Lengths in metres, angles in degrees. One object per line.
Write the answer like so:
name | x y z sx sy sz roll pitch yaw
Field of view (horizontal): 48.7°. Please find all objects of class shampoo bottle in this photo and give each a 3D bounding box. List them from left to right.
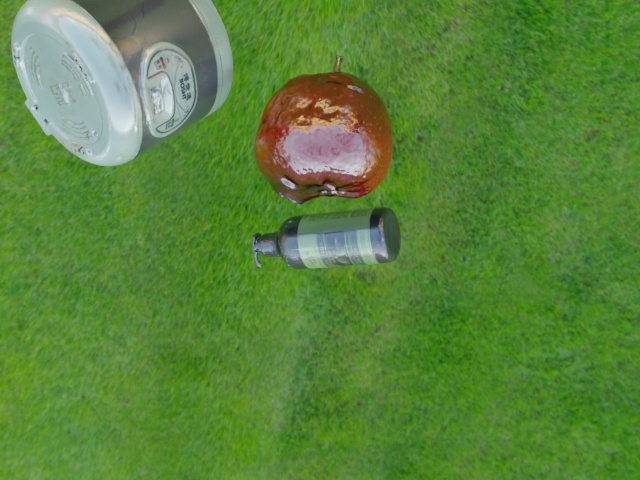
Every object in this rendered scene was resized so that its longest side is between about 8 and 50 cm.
shampoo bottle | 0.000 0.000 1.295 0.283 0.101 0.101 -4 117 25

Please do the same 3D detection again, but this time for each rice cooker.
rice cooker | -0.299 -0.278 1.112 0.288 0.277 0.288 25 134 28

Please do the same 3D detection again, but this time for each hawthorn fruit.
hawthorn fruit | 0.011 -0.188 1.165 0.230 0.266 0.210 -12 144 34
